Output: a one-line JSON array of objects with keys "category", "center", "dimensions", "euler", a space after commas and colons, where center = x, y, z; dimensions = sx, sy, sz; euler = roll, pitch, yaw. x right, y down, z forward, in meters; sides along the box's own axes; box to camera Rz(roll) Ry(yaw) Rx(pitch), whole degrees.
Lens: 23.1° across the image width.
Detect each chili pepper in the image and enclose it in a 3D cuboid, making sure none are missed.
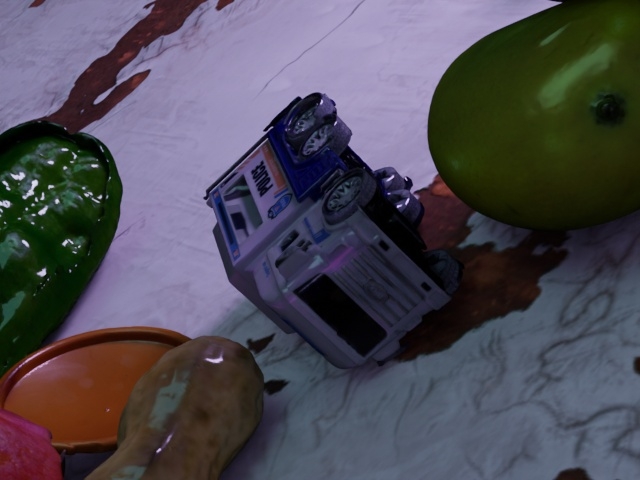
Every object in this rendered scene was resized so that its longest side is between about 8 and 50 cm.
[{"category": "chili pepper", "center": [-0.351, 0.042, 1.573], "dimensions": [0.385, 0.213, 0.167], "euler": [-54, -12, -35]}]

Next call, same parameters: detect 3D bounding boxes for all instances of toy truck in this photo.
[{"category": "toy truck", "center": [0.000, 0.000, 1.250], "dimensions": [0.155, 0.124, 0.268], "euler": [-43, 24, 9]}]

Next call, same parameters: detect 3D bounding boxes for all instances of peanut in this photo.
[{"category": "peanut", "center": [-0.119, 0.167, 1.168], "dimensions": [0.229, 0.098, 0.103], "euler": [-58, -6, -33]}]

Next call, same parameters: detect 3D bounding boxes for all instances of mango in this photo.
[{"category": "mango", "center": [0.173, -0.088, 1.134], "dimensions": [0.185, 0.149, 0.273], "euler": [-49, 21, -26]}]

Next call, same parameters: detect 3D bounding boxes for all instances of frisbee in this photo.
[{"category": "frisbee", "center": [-0.181, 0.131, 1.314], "dimensions": [0.192, 0.035, 0.192], "euler": [-5, 26, 3]}]

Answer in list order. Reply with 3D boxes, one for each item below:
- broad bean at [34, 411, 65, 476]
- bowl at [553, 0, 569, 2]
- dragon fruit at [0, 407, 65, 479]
[{"category": "broad bean", "center": [-0.293, 0.209, 1.334], "dimensions": [0.174, 0.082, 0.124], "euler": [-32, 29, 11]}, {"category": "bowl", "center": [0.214, -0.256, 1.100], "dimensions": [0.345, 0.157, 0.345], "euler": [-2, -2, 0]}, {"category": "dragon fruit", "center": [-0.324, 0.215, 1.119], "dimensions": [0.291, 0.189, 0.290], "euler": [-35, 37, 31]}]
